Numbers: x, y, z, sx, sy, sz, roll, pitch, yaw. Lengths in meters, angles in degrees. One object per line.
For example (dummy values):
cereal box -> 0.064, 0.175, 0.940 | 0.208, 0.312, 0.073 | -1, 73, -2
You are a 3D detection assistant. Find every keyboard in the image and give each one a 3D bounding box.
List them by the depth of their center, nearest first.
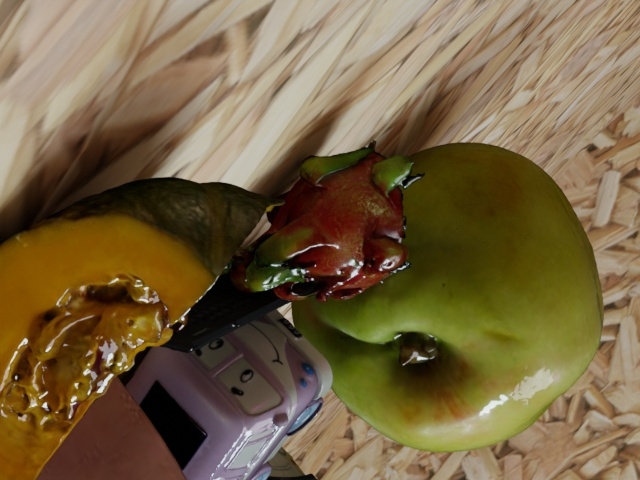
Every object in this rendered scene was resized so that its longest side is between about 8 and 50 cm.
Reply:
keyboard -> -0.077, 0.051, 1.054 | 0.250, 0.087, 0.017 | -22, 118, -62

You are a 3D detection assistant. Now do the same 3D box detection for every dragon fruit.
dragon fruit -> 0.000, 0.000, 1.021 | 0.175, 0.138, 0.142 | -23, 127, -11

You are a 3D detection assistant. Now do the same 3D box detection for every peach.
peach -> 0.136, 0.048, 1.280 | 0.316, 0.314, 0.281 | -37, 151, -45

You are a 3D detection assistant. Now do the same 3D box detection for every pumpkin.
pumpkin -> -0.148, 0.045, 0.748 | 0.278, 0.111, 0.163 | -49, -178, 16

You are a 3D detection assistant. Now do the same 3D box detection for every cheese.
cheese -> -0.183, 0.208, 0.960 | 0.128, 0.177, 0.203 | -38, 167, -32

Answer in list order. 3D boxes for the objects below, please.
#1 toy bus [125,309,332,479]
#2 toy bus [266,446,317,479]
toy bus -> -0.100, 0.157, 1.130 | 0.142, 0.142, 0.202 | -14, 144, -57
toy bus -> -0.166, 0.339, 1.502 | 0.305, 0.179, 0.143 | -48, 153, 14
